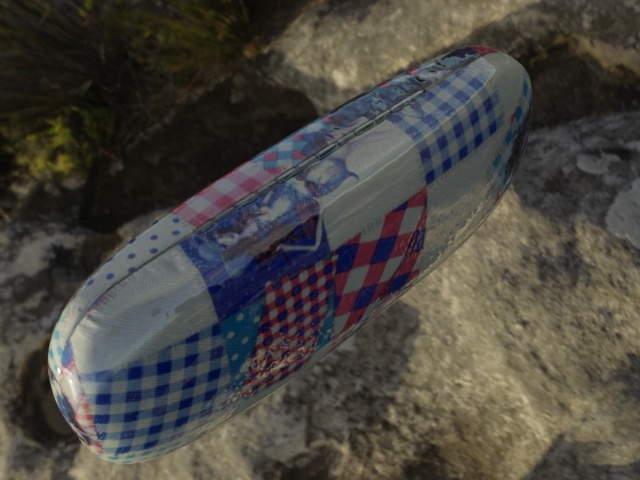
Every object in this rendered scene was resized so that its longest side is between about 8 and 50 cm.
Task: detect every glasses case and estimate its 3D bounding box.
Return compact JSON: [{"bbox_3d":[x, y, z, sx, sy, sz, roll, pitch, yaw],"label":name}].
[{"bbox_3d":[0.000,0.000,0.546,0.327,0.125,0.076,-35,53,-27],"label":"glasses case"}]
